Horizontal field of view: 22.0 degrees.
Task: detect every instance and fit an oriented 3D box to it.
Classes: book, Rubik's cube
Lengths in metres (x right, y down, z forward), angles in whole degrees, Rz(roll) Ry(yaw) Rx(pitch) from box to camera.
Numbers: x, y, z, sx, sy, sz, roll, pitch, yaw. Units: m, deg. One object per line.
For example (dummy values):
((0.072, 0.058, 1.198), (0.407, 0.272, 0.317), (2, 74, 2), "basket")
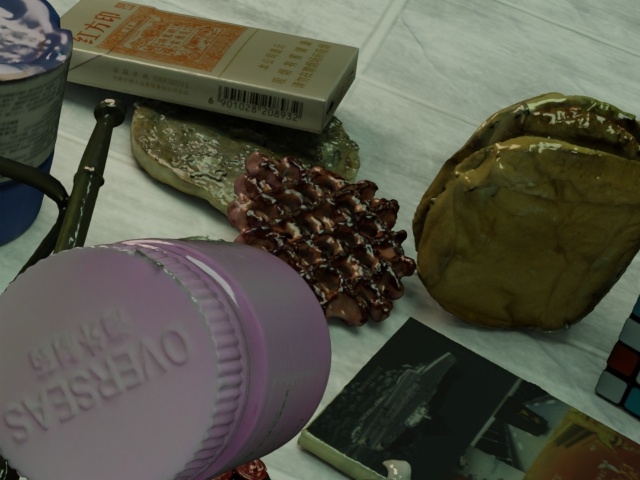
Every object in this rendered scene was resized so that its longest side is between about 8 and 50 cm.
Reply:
((0.193, 0.226, 1.653), (0.374, 0.028, 0.262), (29, 33, 14), "book")
((0.414, 0.115, 1.802), (0.151, 0.155, 0.154), (30, 35, 19), "Rubik's cube")

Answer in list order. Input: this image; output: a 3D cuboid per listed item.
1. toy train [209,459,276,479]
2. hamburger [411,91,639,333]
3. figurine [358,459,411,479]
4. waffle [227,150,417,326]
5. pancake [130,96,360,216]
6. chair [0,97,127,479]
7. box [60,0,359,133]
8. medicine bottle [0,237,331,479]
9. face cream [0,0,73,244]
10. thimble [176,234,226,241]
((-0.092, 0.240, 1.476), (0.138, 0.050, 0.087), (0, 43, -27), "toy train")
((0.241, -0.034, 1.808), (0.260, 0.283, 0.144), (22, 39, -23), "hamburger")
((-0.069, 0.270, 1.281), (0.275, 0.226, 0.394), (-3, -13, 45), "figurine")
((0.000, 0.000, 1.827), (0.221, 0.055, 0.234), (17, 41, -17), "waffle")
((-0.089, -0.110, 1.967), (0.282, 0.049, 0.282), (12, 35, -9), "pancake")
((-0.377, 0.093, 1.267), (0.365, 0.362, 0.410), (19, 42, -31), "chair")
((-0.150, -0.221, 2.024), (0.365, 0.051, 0.204), (12, 27, 8), "box")
((-0.108, 0.087, 1.174), (0.178, 0.178, 0.291), (28, 7, 13), "medicine bottle")
((-0.392, -0.145, 1.716), (0.249, 0.225, 0.249), (14, 34, -10), "face cream")
((-0.131, 0.043, 1.720), (0.084, 0.062, 0.110), (32, 37, 17), "thimble")
